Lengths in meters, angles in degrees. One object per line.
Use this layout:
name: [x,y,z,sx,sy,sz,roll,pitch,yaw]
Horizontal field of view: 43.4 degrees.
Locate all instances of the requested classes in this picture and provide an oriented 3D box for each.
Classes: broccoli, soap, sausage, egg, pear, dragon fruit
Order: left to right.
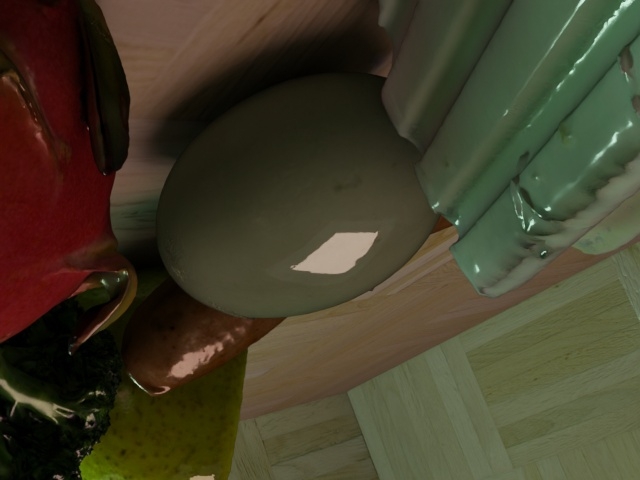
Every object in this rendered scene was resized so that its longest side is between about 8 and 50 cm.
dragon fruit: [-0.246,-0.014,0.480,0.305,0.226,0.305,-18,161,-6]
broccoli: [-0.330,0.132,0.723,0.297,0.298,0.297,-18,160,-11]
pear: [-0.249,0.162,0.977,0.317,0.343,0.239,8,144,-8]
egg: [-0.017,-0.038,0.719,0.282,0.203,0.203,-27,163,11]
sausage: [-0.002,-0.002,0.896,0.500,0.136,0.123,-29,167,-18]
soap: [0.159,-0.163,0.437,0.156,0.261,0.446,-17,162,-13]
